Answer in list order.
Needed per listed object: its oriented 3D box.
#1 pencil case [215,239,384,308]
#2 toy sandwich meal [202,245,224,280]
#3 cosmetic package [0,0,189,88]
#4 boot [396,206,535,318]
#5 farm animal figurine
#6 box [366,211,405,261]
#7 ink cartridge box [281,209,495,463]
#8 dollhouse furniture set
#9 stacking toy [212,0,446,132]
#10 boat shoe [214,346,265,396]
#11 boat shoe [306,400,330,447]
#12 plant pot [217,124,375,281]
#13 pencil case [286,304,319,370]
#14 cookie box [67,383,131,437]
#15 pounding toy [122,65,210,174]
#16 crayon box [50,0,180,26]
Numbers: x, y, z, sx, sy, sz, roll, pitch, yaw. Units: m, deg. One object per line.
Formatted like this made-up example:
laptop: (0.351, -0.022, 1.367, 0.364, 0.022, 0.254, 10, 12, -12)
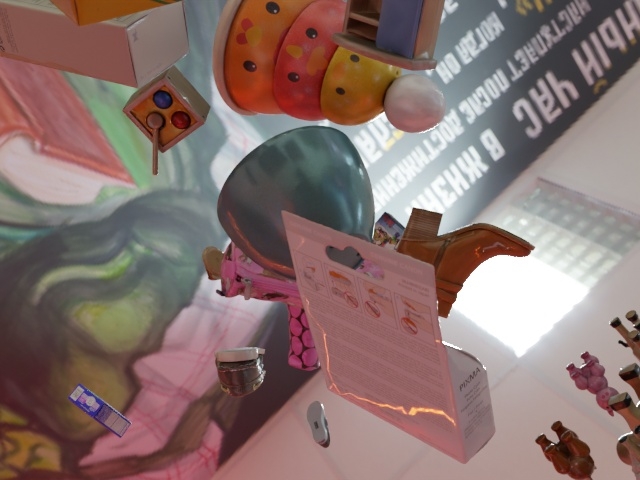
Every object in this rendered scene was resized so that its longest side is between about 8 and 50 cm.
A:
pencil case: (-0.029, 0.089, 1.727, 0.160, 0.386, 0.167, 125, -24, -59)
toy sandwich meal: (-0.251, 0.055, 1.843, 0.029, 0.085, 0.086, -34, -153, 37)
cosmetic package: (-0.399, -0.368, 1.335, 0.309, 0.113, 0.160, 18, -138, 22)
boot: (0.299, 0.063, 1.670, 0.109, 0.283, 0.220, -23, 126, -86)
farm animal figurine: (0.506, 0.256, 1.160, 0.330, 0.172, 0.327, -46, -175, -25)
box: (0.207, 0.057, 2.091, 0.233, 0.044, 0.159, 45, -77, 28)
ink cartridge box: (0.105, 0.132, 1.210, 0.091, 0.385, 0.308, -36, -142, -31)
dollhouse furniture set: (-0.039, -0.306, 0.829, 0.303, 0.198, 0.286, -12, -148, -40)
stacking toy: (0.049, -0.358, 1.615, 0.479, 0.351, 0.351, 27, -113, 24)
boat shoe: (-0.177, 0.289, 1.740, 0.116, 0.097, 0.324, -5, 173, -6)
boat shoe: (-0.004, 0.487, 2.058, 0.049, 0.040, 0.142, -27, -145, 10)
plant pot: (-0.015, -0.032, 1.405, 0.290, 0.290, 0.195, -38, -122, 7)
pencil case: (-0.052, 0.245, 2.110, 0.098, 0.209, 0.095, 0, -173, 17)
cookie box: (-0.452, 0.350, 1.600, 0.091, 0.107, 0.040, 24, -113, 35)
pounding toy: (-0.292, -0.223, 1.449, 0.141, 0.130, 0.100, -31, -153, 21)
crayon box: (-0.277, -0.389, 1.077, 0.318, 0.081, 0.202, -23, -135, -26)
